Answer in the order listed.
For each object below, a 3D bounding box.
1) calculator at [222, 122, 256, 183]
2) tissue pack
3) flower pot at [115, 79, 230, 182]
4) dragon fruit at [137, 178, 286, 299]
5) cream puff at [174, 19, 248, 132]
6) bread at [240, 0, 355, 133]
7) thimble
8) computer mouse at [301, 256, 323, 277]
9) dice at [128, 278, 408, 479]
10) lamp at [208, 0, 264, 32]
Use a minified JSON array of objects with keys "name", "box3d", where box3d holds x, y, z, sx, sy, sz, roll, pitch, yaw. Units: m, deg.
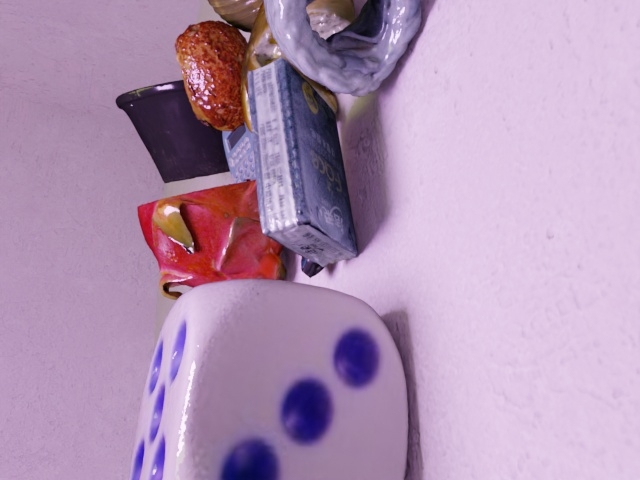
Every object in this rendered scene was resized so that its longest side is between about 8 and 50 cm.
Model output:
[{"name":"calculator","box3d":[-0.186,-0.225,1.384,0.188,0.042,0.303,-29,71,60]},{"name":"tissue pack","box3d":[-0.026,-0.107,0.835,0.081,0.185,0.257,-17,68,22]},{"name":"flower pot","box3d":[-0.342,-0.300,1.566,0.379,0.379,0.251,-171,71,-68]},{"name":"dragon fruit","box3d":[-0.198,0.009,1.119,0.305,0.305,0.226,-1,102,68]},{"name":"cream puff","box3d":[-0.208,-0.350,1.211,0.240,0.163,0.240,169,90,-88]},{"name":"bread","box3d":[-0.058,-0.329,1.045,0.333,0.159,0.333,-171,90,-69]},{"name":"thimble","box3d":[0.024,-0.331,0.782,0.172,0.204,0.250,-112,9,-50]},{"name":"computer mouse","box3d":[0.000,0.000,0.940,0.079,0.047,0.135,125,155,-61]},{"name":"dice","box3d":[-0.079,0.233,0.726,0.304,0.276,0.305,139,139,-59]},{"name":"lamp","box3d":[-0.120,-0.552,1.224,0.250,0.284,0.250,-23,36,18]}]
